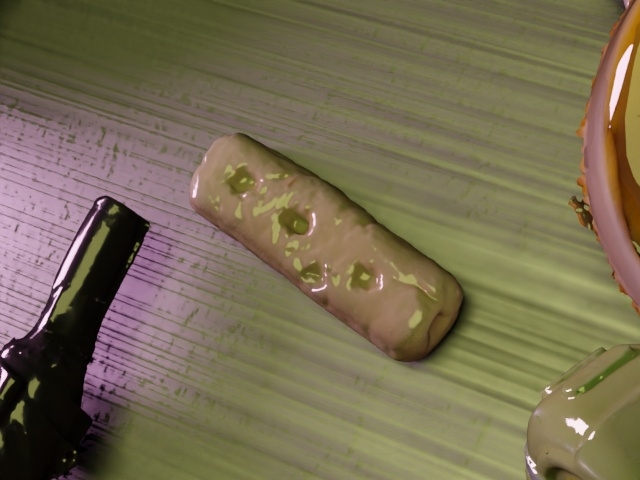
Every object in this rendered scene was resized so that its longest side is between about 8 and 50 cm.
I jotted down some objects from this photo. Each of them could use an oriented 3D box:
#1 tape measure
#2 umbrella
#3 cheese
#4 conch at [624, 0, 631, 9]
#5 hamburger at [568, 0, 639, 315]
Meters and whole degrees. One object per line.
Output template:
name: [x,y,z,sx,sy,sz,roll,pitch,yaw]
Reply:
tape measure: [0.178,0.131,0.669,0.106,0.175,0.200,-31,60,-12]
umbrella: [-0.195,0.130,0.840,0.118,0.118,0.340,24,84,24]
cheese: [0.000,0.000,0.835,0.194,0.043,0.065,35,85,26]
conch: [0.198,-0.203,0.788,0.094,0.104,0.176,12,75,-8]
hamburger: [0.269,-0.050,0.668,0.294,0.179,0.276,-42,79,14]
